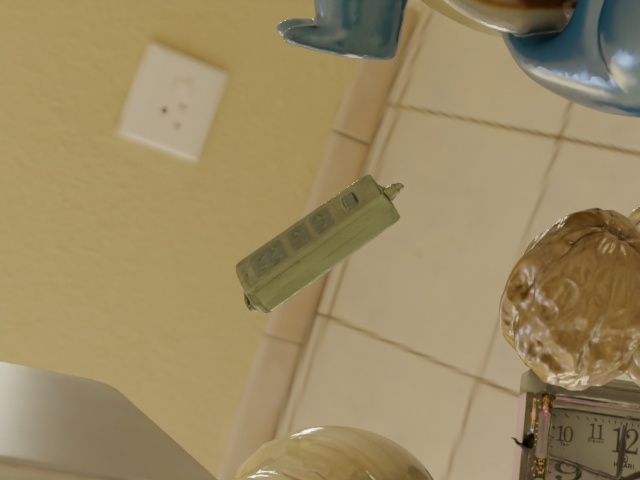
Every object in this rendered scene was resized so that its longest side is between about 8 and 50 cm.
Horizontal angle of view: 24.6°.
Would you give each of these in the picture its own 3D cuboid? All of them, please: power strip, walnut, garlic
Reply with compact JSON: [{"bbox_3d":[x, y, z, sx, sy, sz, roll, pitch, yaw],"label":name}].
[{"bbox_3d":[0.000,0.000,0.616,0.083,0.017,0.027,-36,32,3],"label":"power strip"},{"bbox_3d":[0.135,0.032,0.758,0.079,0.082,0.096,-92,19,-54],"label":"walnut"},{"bbox_3d":[0.015,0.236,1.149,0.203,0.281,0.185,27,90,31],"label":"garlic"}]

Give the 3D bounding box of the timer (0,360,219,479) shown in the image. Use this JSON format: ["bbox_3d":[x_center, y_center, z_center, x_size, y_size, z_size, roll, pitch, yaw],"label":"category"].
[{"bbox_3d":[-0.170,0.157,0.615,0.192,0.194,0.195,22,96,63],"label":"timer"}]

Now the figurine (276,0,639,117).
[{"bbox_3d":[0.089,-0.211,0.768,0.243,0.298,0.416,127,137,-52],"label":"figurine"}]

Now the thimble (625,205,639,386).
[{"bbox_3d":[0.374,0.053,1.335,0.229,0.148,0.196,-22,62,57],"label":"thimble"}]

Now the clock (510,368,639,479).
[{"bbox_3d":[0.324,0.248,1.612,0.083,0.253,0.186,135,144,-74],"label":"clock"}]
